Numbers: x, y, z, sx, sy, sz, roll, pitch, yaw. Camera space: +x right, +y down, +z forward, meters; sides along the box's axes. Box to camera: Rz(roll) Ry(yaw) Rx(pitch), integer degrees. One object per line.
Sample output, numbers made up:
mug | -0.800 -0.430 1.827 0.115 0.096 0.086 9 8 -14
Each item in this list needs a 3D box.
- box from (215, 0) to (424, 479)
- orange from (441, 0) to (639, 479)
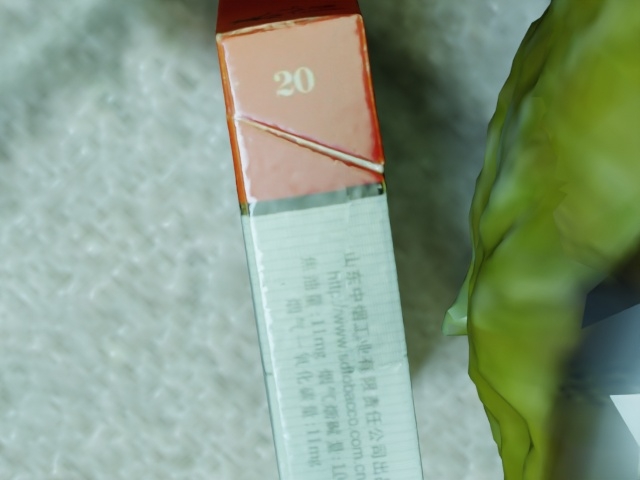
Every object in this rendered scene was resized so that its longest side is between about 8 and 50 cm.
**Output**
box | 0.000 0.000 0.510 0.048 0.100 0.152 -7 108 -3
orange | 0.181 0.019 0.455 0.271 0.210 0.369 -44 121 3
